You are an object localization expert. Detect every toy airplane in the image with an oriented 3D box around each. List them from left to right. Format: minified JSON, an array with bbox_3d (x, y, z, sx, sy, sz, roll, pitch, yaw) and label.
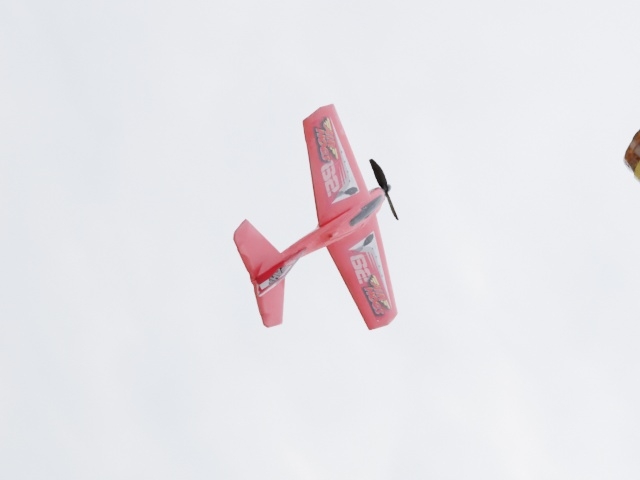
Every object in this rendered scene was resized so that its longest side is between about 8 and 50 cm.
[{"bbox_3d":[0.000,0.000,0.868,0.028,0.151,0.151,0,-64,40],"label":"toy airplane"}]

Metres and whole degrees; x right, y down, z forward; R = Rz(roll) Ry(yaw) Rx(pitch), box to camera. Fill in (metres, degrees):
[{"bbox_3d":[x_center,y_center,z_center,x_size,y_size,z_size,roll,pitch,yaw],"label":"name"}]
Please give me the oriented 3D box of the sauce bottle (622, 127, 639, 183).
[{"bbox_3d":[0.191,-0.007,0.633,0.128,0.042,0.042,46,-31,23],"label":"sauce bottle"}]
